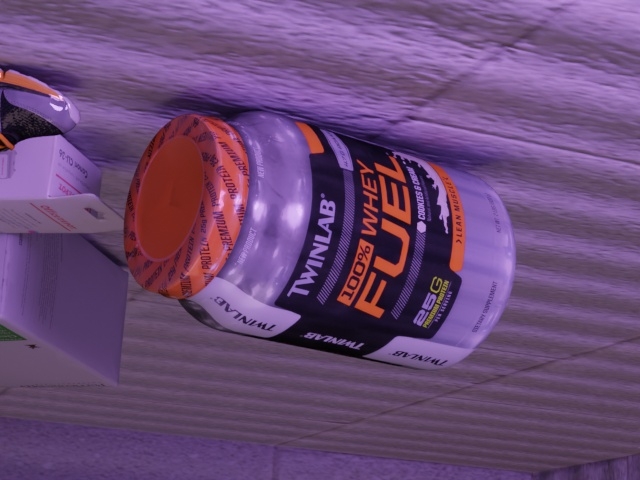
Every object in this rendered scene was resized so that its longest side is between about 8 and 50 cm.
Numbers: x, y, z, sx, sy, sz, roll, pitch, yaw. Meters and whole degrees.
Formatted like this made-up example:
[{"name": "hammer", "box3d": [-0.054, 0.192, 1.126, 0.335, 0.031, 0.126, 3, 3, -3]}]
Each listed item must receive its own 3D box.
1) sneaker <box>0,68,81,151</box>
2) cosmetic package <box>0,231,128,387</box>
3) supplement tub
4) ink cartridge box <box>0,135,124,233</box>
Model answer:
[{"name": "sneaker", "box3d": [-0.304, -0.093, 1.228, 0.215, 0.083, 0.084, -1, 162, 9]}, {"name": "cosmetic package", "box3d": [-0.362, 0.057, 1.638, 0.197, 0.155, 0.365, -2, 162, 12]}, {"name": "supplement tub", "box3d": [0.000, 0.000, 1.300, 0.316, 0.193, 0.193, 13, 161, -35]}, {"name": "ink cartridge box", "box3d": [-0.282, -0.053, 1.394, 0.198, 0.067, 0.115, 0, 165, 14]}]
